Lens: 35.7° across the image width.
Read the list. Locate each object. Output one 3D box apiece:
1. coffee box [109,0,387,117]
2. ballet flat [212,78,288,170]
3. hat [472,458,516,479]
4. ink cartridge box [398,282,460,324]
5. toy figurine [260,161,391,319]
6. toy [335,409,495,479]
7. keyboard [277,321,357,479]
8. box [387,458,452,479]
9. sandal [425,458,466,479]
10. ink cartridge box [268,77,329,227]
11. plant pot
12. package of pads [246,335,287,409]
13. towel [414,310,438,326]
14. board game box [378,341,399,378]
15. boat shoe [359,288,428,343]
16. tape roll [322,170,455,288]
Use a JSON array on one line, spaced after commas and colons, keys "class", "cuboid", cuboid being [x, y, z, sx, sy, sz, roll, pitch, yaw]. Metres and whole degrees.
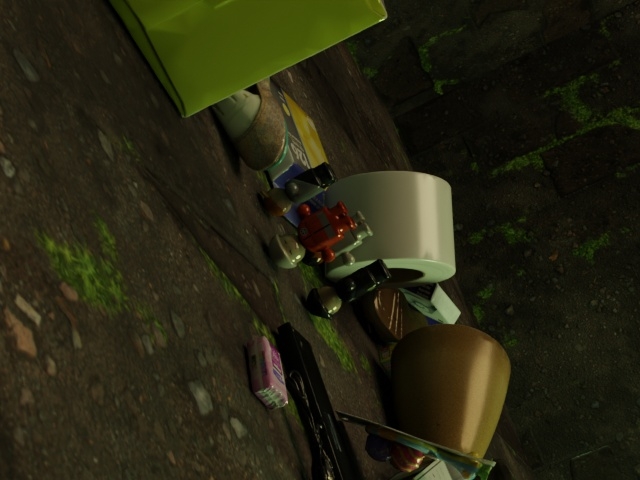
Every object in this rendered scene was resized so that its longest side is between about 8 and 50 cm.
[{"class": "coffee box", "cuboid": [-0.133, -0.447, 1.467, 0.338, 0.337, 0.334, 59, 13, -28]}, {"class": "ballet flat", "cuboid": [-0.133, -0.230, 1.669, 0.106, 0.107, 0.316, 33, 23, -32]}, {"class": "hat", "cuboid": [0.361, 0.556, 2.106, 0.331, 0.134, 0.331, 59, 14, -24]}, {"class": "ink cartridge box", "cuboid": [0.170, 0.090, 2.120, 0.223, 0.045, 0.224, 24, -14, 33]}, {"class": "toy figurine", "cuboid": [0.000, 0.000, 1.650, 0.213, 0.148, 0.209, 53, 11, -38]}, {"class": "toy", "cuboid": [0.133, 0.314, 1.459, 0.137, 0.237, 0.056, 71, 34, -72]}, {"class": "keyboard", "cuboid": [-0.002, 0.261, 1.360, 0.201, 0.033, 0.317, 55, 13, -66]}, {"class": "box", "cuboid": [0.167, 0.449, 1.574, 0.169, 0.087, 0.290, 67, 12, 10]}, {"class": "sandal", "cuboid": [0.233, 0.511, 1.746, 0.076, 0.102, 0.265, 22, 53, -75]}, {"class": "ink cartridge box", "cuboid": [-0.043, -0.150, 1.935, 0.307, 0.072, 0.303, 68, 11, 22]}, {"class": "plant pot", "cuboid": [0.235, 0.330, 1.877, 0.237, 0.237, 0.254, 58, 29, -31]}, {"class": "package of pads", "cuboid": [-0.068, 0.168, 1.255, 0.083, 0.032, 0.050, -103, 166, -45]}, {"class": "towel", "cuboid": [0.201, 0.139, 2.422, 0.227, 0.076, 0.308, 37, 30, -52]}, {"class": "board game box", "cuboid": [0.202, 0.284, 2.050, 0.181, 0.092, 0.043, 59, 13, -28]}, {"class": "boat shoe", "cuboid": [0.143, 0.170, 2.090, 0.285, 0.089, 0.105, 44, 50, -54]}, {"class": "tape roll", "cuboid": [0.130, -0.014, 1.878, 0.246, 0.246, 0.169, 37, 49, -67]}]
